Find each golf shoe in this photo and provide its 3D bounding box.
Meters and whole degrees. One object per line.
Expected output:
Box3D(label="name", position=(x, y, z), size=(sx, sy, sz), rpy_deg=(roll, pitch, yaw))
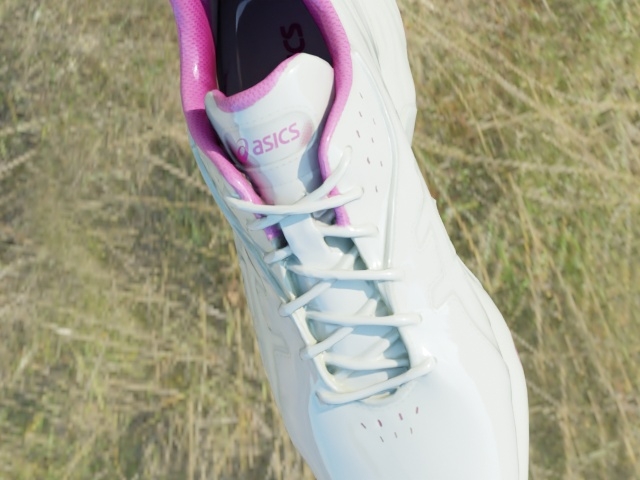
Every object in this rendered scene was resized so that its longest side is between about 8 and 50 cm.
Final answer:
Box3D(label="golf shoe", position=(0.000, 0.000, 0.572), size=(0.115, 0.306, 0.140), rpy_deg=(-23, 165, 15))
